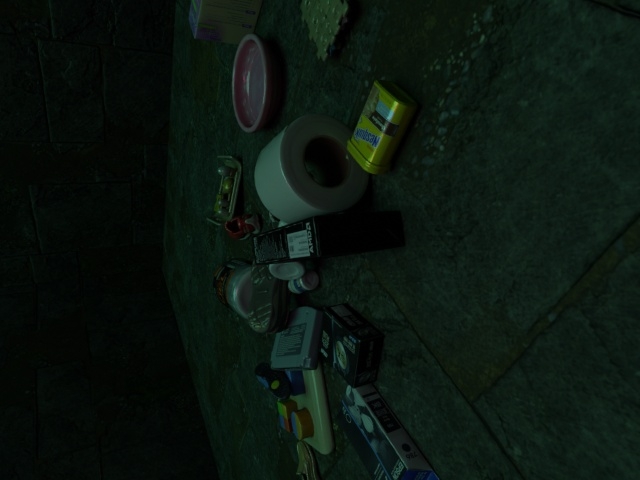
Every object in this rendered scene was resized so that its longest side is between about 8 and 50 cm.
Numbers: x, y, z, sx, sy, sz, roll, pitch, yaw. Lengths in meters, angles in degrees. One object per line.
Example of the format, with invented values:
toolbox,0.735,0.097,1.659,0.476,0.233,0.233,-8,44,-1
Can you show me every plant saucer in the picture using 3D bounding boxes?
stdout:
plant saucer,-0.226,-0.553,1.486,0.332,0.084,0.331,15,107,58

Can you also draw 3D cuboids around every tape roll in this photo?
tape roll,-0.023,-0.170,1.044,0.169,0.247,0.245,-18,80,59

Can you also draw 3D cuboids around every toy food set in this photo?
toy food set,-0.452,-0.229,1.883,0.220,0.093,0.305,19,97,58

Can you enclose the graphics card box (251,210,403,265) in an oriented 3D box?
graphics card box,0.000,0.000,1.048,0.371,0.233,0.094,-14,82,59

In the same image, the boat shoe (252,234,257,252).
boat shoe,-0.256,0.033,1.693,0.049,0.042,0.132,-58,46,50

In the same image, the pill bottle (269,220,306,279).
pill bottle,-0.097,0.020,1.301,0.112,0.112,0.186,121,158,-47

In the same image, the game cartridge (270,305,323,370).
game cartridge,-0.072,0.316,1.338,0.297,0.062,0.197,-31,39,58

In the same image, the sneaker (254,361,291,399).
sneaker,-0.151,0.497,1.440,0.209,0.069,0.082,18,146,53

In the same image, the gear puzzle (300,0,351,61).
gear puzzle,0.005,-0.647,1.116,0.175,0.044,0.338,-55,47,51

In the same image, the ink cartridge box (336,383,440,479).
ink cartridge box,0.159,0.520,1.043,0.332,0.065,0.165,47,133,45

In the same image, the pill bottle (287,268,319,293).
pill bottle,-0.059,0.136,1.342,0.120,0.067,0.066,-29,70,58

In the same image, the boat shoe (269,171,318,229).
boat shoe,-0.118,-0.123,1.365,0.335,0.096,0.112,-45,57,54

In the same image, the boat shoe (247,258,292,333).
boat shoe,-0.158,0.149,1.430,0.133,0.130,0.354,-6,64,32

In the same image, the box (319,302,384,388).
box,0.077,0.277,1.122,0.180,0.078,0.147,36,126,52

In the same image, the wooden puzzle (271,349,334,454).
wooden puzzle,-0.091,0.550,1.463,0.348,0.081,0.321,-19,79,59

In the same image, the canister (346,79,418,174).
canister,0.134,-0.253,0.927,0.126,0.074,0.169,58,140,36

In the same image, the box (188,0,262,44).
box,-0.339,-0.851,1.493,0.243,0.214,0.117,-54,50,50

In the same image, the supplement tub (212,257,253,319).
supplement tub,-0.292,0.179,1.616,0.338,0.207,0.206,6,101,60

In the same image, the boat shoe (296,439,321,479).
boat shoe,-0.052,0.796,1.449,0.189,0.072,0.068,65,145,30

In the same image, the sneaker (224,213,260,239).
sneaker,-0.350,-0.064,1.759,0.279,0.119,0.107,-19,78,60
